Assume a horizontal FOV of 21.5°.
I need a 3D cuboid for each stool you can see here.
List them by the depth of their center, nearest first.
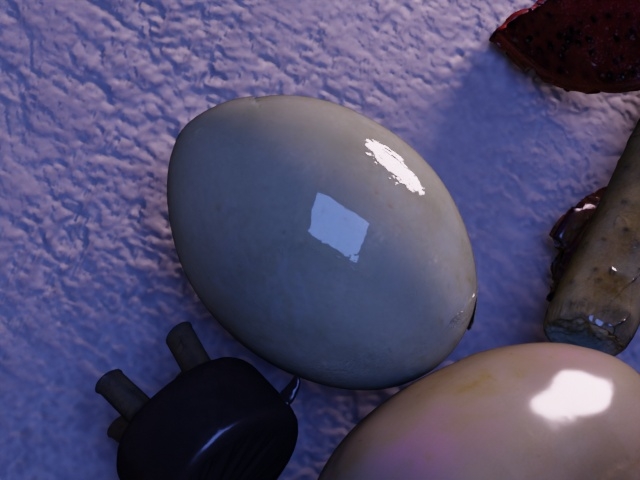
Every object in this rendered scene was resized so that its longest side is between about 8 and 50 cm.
[{"bbox_3d":[-0.105,0.159,1.190,0.121,0.125,0.217,40,95,26],"label":"stool"}]

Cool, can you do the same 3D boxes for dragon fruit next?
[{"bbox_3d":[0.237,-0.172,1.362,0.120,0.161,0.127,-25,86,-54],"label":"dragon fruit"}]

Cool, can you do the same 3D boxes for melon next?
[{"bbox_3d":[0.122,0.194,1.169,0.317,0.223,0.223,-28,84,-41],"label":"melon"}]

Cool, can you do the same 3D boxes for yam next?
[{"bbox_3d":[0.273,-0.062,1.329,0.083,0.083,0.371,35,62,-4],"label":"yam"}]

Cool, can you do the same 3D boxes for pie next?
[{"bbox_3d":[0.242,0.001,1.353,0.170,0.034,0.092,-25,87,-23],"label":"pie"}]

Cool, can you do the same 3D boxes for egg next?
[{"bbox_3d":[0.000,0.000,1.211,0.253,0.186,0.186,37,71,-6],"label":"egg"}]
